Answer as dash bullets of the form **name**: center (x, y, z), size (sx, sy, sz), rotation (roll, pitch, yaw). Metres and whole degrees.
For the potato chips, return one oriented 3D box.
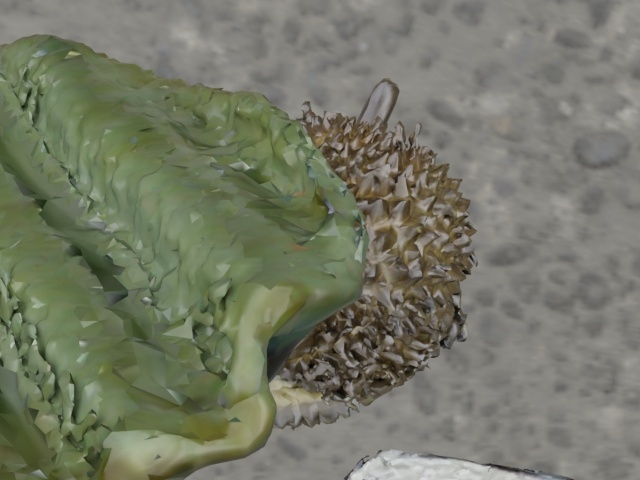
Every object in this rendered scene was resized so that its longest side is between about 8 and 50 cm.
- **potato chips**: center (-0.195, 0.008, 0.642), size (0.429, 0.358, 0.070), rotation (41, 144, 48)

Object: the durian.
- **durian**: center (0.000, 0.000, 1.037), size (0.196, 0.167, 0.196), rotation (-41, 31, 32)

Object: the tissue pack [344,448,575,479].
- **tissue pack**: center (0.120, 0.333, 1.465), size (0.198, 0.370, 0.210), rotation (13, 57, 36)
